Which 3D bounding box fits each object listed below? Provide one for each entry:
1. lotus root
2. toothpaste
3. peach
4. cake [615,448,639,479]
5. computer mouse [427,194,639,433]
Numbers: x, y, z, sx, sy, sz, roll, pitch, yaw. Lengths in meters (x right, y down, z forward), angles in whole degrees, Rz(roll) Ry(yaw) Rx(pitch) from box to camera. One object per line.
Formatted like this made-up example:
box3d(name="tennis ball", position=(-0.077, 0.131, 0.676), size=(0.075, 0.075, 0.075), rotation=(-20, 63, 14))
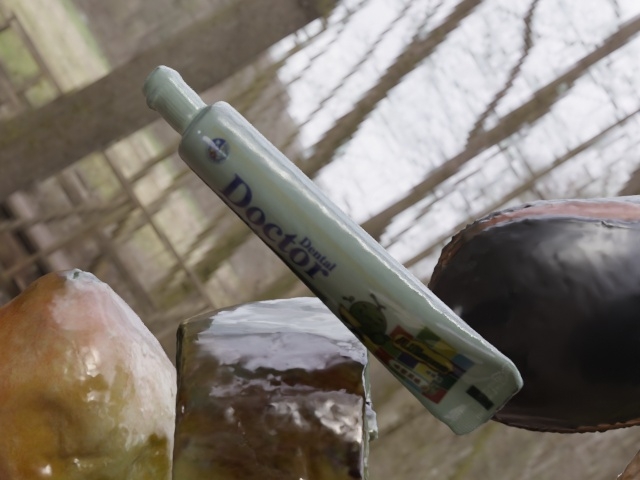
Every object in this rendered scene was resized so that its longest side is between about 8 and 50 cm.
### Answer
box3d(name="lotus root", position=(-0.028, 0.105, 0.885), size=(0.235, 0.119, 0.138), rotation=(-106, -162, -78))
box3d(name="toothpaste", position=(0.000, 0.000, 0.795), size=(0.255, 0.037, 0.067), rotation=(44, -44, 8))
box3d(name="peach", position=(-0.205, 0.138, 1.247), size=(0.214, 0.214, 0.235), rotation=(-127, -135, -55))
box3d(name="cake", position=(0.303, 0.178, 0.960), size=(0.199, 0.293, 0.196), rotation=(49, -10, -10))
box3d(name="computer mouse", position=(0.236, 0.051, 1.137), size=(0.116, 0.323, 0.183), rotation=(-132, -144, -72))
